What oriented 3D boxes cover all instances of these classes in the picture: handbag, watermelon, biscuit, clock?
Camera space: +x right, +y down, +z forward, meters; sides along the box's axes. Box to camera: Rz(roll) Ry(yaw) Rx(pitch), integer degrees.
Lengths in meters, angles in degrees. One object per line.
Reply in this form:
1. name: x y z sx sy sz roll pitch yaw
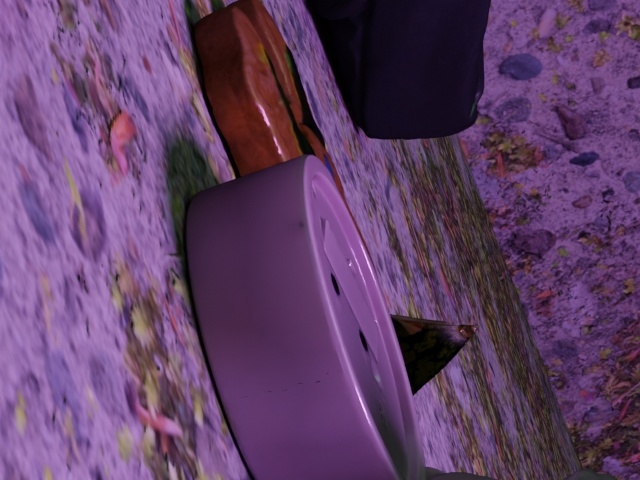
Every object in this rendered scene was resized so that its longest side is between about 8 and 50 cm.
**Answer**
1. handbag: 0.065 -0.285 1.671 0.275 0.178 0.302 84 -2 -51
2. watermelon: 0.059 0.073 1.276 0.069 0.087 0.163 45 -5 1
3. biscuit: 0.000 0.000 1.139 0.202 0.047 0.334 -52 123 -79
4. clock: -0.005 0.057 0.933 0.197 0.068 0.197 -18 90 -81

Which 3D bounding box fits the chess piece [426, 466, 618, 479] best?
1. chess piece: 0.142 0.196 0.947 0.176 0.298 0.176 8 78 -41
